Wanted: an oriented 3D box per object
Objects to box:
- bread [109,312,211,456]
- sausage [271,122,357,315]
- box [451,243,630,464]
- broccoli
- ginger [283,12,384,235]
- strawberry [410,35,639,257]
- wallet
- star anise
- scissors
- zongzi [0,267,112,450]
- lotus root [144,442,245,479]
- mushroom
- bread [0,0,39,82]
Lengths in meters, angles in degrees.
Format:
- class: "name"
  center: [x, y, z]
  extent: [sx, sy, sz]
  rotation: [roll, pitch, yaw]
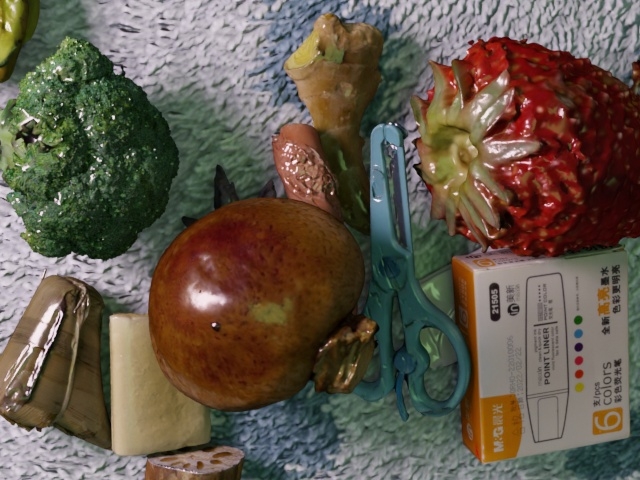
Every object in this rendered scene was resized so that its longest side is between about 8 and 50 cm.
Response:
- class: "bread"
  center: [-0.203, 0.176, 1.547]
  extent: [0.140, 0.060, 0.178]
  rotation: [-2, 94, -33]
- class: "sausage"
  center: [-0.001, 0.000, 1.532]
  extent: [0.078, 0.078, 0.304]
  rotation: [-14, 103, -8]
- class: "box"
  center: [0.289, 0.141, 1.599]
  extent: [0.221, 0.091, 0.273]
  rotation: [-10, 106, -12]
- class: "broccoli"
  center: [-0.298, -0.108, 1.446]
  extent: [0.270, 0.270, 0.269]
  rotation: [13, 94, 21]
- class: "ginger"
  center: [0.038, -0.145, 1.563]
  extent: [0.131, 0.086, 0.294]
  rotation: [-20, 107, -20]
- class: "strawberry"
  center: [0.292, -0.127, 1.527]
  extent: [0.344, 0.292, 0.292]
  rotation: [-15, 98, -28]
- class: "wallet"
  center: [0.201, 0.084, 1.632]
  extent: [0.183, 0.032, 0.124]
  rotation: [-27, 98, -6]
- class: "star anise"
  center: [-0.088, 0.011, 1.561]
  extent: [0.181, 0.061, 0.204]
  rotation: [6, 94, -10]
- class: "scissors"
  center: [0.098, 0.045, 1.551]
  extent: [0.180, 0.032, 0.392]
  rotation: [2, 105, 22]
- class: "zongzi"
  center: [-0.299, 0.156, 1.535]
  extent: [0.197, 0.099, 0.194]
  rotation: [30, 79, -35]
- class: "lotus root"
  center: [-0.158, 0.301, 1.555]
  extent: [0.122, 0.112, 0.081]
  rotation: [6, 106, 21]
- class: "mushroom"
  center: [-0.066, 0.076, 1.431]
  extent: [0.283, 0.195, 0.263]
  rotation: [21, 79, 2]
- class: "bread"
  center: [-0.524, -0.278, 1.434]
  extent: [0.384, 0.112, 0.166]
  rotation: [6, 88, -9]
